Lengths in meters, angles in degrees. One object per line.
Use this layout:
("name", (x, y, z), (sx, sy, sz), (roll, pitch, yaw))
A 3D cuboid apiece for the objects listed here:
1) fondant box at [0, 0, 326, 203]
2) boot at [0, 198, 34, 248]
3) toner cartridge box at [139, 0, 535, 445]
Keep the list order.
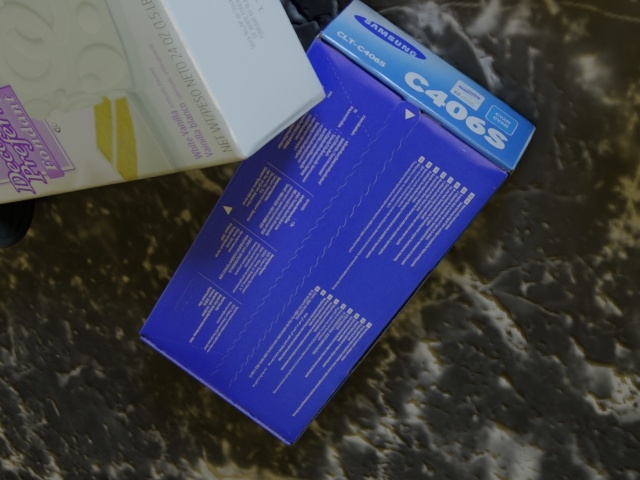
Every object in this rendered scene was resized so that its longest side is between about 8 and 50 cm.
("fondant box", (-0.182, -0.159, 0.873), (0.330, 0.096, 0.238), (-5, 119, 47))
("boot", (-0.358, -0.094, 1.057), (0.179, 0.085, 0.236), (-11, 110, 33))
("toner cartridge box", (0.000, 0.000, 0.955), (0.165, 0.075, 0.348), (35, 128, 0))
